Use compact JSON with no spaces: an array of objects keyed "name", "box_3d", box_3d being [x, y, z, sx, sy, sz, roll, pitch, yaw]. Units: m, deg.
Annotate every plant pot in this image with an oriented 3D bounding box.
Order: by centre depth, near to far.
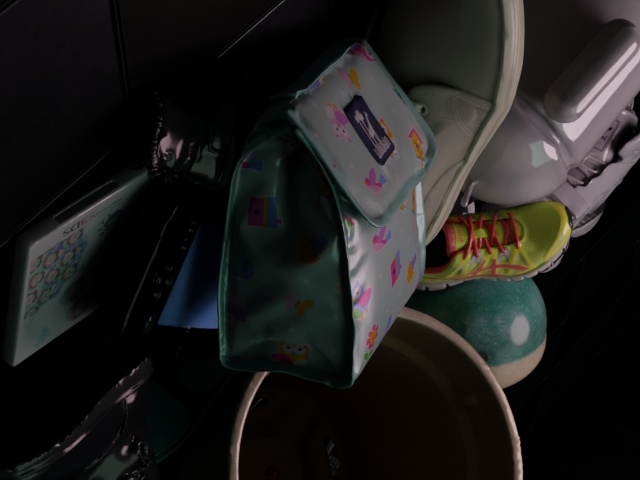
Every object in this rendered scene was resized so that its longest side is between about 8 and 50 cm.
[{"name":"plant pot","box_3d":[-0.003,0.249,1.834,0.334,0.334,0.305,-43,-169,-24]}]

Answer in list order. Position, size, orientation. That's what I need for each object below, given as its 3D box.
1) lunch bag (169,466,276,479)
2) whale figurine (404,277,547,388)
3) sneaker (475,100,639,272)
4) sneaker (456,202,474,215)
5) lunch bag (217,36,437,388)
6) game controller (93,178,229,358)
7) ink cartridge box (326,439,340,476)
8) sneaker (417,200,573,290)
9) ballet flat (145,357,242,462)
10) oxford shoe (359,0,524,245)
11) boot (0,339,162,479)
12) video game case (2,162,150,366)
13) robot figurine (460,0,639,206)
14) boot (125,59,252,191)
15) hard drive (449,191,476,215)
[{"name":"lunch bag","box_3d":[-0.118,0.365,2.089,0.258,0.120,0.293,-49,154,-27]},{"name":"whale figurine","box_3d":[0.125,0.081,1.948,0.216,0.272,0.141,-69,160,-61]},{"name":"sneaker","box_3d":[0.333,-0.094,2.316,0.366,0.137,0.210,-28,149,-61]},{"name":"sneaker","box_3d":[0.098,0.052,2.105,0.292,0.110,0.118,-66,-163,6]},{"name":"lunch bag","box_3d":[0.005,-0.035,1.529,0.223,0.160,0.262,-50,144,-58]},{"name":"game controller","box_3d":[-0.112,0.030,1.562,0.166,0.067,0.319,-58,165,5]},{"name":"ink cartridge box","box_3d":[0.095,0.249,2.513,0.208,0.045,0.206,-27,148,-54]},{"name":"sneaker","box_3d":[0.171,0.004,1.830,0.208,0.081,0.094,-19,159,19]},{"name":"ballet flat","box_3d":[-0.150,0.161,1.740,0.247,0.083,0.087,-44,174,-17]},{"name":"oxford shoe","box_3d":[0.083,-0.136,1.642,0.130,0.169,0.449,-17,146,-28]},{"name":"boot","box_3d":[-0.228,0.228,1.550,0.246,0.094,0.207,-38,133,-49]},{"name":"video game case","box_3d":[-0.208,0.020,1.436,0.143,0.019,0.157,-37,156,-39]},{"name":"robot figurine","box_3d":[0.231,-0.182,1.809,0.353,0.200,0.300,-50,-165,-8]},{"name":"boot","box_3d":[-0.110,-0.102,1.397,0.099,0.045,0.121,19,81,-48]},{"name":"hard drive","box_3d":[0.113,-0.038,1.946,0.254,0.054,0.172,-35,170,-26]}]
